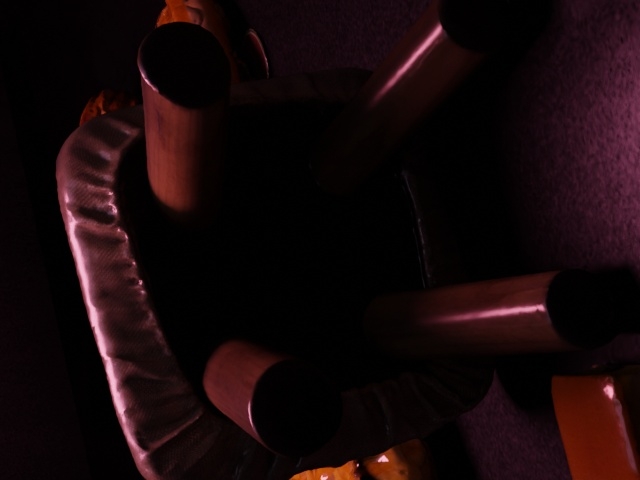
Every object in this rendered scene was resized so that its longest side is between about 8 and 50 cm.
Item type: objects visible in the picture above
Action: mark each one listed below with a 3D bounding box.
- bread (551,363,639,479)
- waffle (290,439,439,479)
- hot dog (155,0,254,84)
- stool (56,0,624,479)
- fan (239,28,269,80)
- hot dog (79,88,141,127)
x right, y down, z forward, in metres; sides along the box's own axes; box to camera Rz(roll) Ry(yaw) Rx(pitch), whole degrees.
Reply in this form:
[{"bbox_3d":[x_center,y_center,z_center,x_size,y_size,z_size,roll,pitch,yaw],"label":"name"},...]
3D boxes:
[{"bbox_3d":[0.212,0.191,0.775,0.088,0.049,0.226,163,94,-68],"label":"bread"},{"bbox_3d":[0.039,0.288,1.183,0.382,0.095,0.380,127,128,-65],"label":"waffle"},{"bbox_3d":[-0.130,-0.206,1.345,0.109,0.072,0.269,102,152,-45],"label":"hot dog"},{"bbox_3d":[0.000,0.000,0.844,0.226,0.310,0.310,-40,67,65],"label":"stool"},{"bbox_3d":[-0.076,-0.171,1.328,0.133,0.005,0.085,102,148,-44],"label":"fan"},{"bbox_3d":[-0.301,-0.103,1.754,0.272,0.122,0.196,121,134,-65],"label":"hot dog"}]
